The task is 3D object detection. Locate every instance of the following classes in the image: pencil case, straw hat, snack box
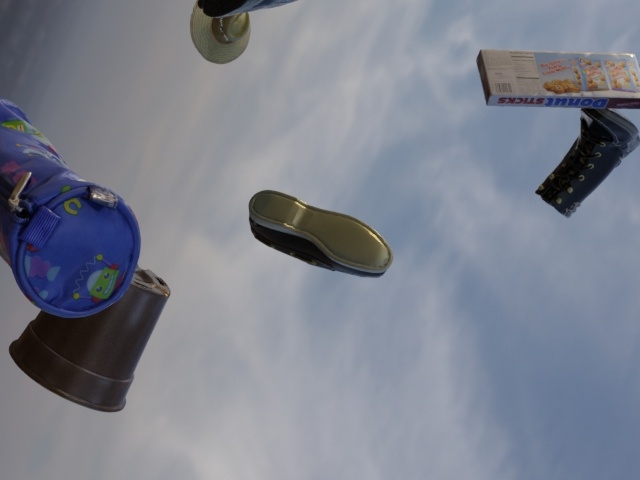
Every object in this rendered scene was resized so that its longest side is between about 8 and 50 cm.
[{"bbox_3d":[-0.278,-0.041,1.195,0.119,0.133,0.306,-49,-140,-4],"label":"pencil case"},{"bbox_3d":[-0.156,-0.380,2.243,0.061,0.144,0.145,-1,-119,47],"label":"straw hat"},{"bbox_3d":[0.257,-0.171,1.355,0.022,0.178,0.064,107,-21,-54],"label":"snack box"}]

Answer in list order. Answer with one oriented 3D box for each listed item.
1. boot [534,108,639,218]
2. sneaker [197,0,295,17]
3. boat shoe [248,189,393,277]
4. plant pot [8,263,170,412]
[{"bbox_3d":[0.414,-0.127,2.014,0.179,0.085,0.236,-49,158,7],"label":"boot"},{"bbox_3d":[-0.036,-0.379,1.740,0.283,0.110,0.122,-6,-174,36],"label":"sneaker"},{"bbox_3d":[0.000,0.000,1.860,0.081,0.227,0.069,-56,164,-35],"label":"boat shoe"},{"bbox_3d":[-0.283,0.104,1.627,0.165,0.167,0.167,-60,-168,7],"label":"plant pot"}]
